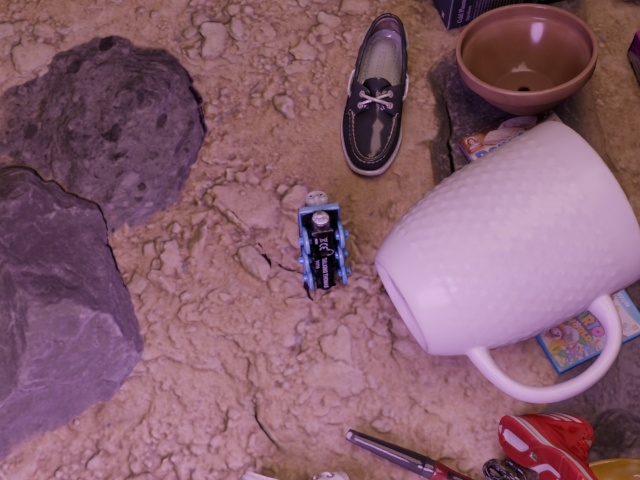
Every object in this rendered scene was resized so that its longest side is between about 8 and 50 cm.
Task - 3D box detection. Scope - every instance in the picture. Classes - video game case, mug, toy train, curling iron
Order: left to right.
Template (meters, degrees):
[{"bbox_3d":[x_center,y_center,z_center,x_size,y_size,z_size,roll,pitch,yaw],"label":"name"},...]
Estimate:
[{"bbox_3d":[0.000,0.000,1.464,0.080,0.184,0.105,-10,53,-3],"label":"toy train"},{"bbox_3d":[0.170,0.325,1.379,0.274,0.035,0.068,14,61,7],"label":"curling iron"},{"bbox_3d":[0.285,0.058,1.383,0.328,0.276,0.374,-29,72,-4],"label":"mug"},{"bbox_3d":[0.417,0.125,1.485,0.166,0.015,0.119,-23,65,-11],"label":"video game case"}]

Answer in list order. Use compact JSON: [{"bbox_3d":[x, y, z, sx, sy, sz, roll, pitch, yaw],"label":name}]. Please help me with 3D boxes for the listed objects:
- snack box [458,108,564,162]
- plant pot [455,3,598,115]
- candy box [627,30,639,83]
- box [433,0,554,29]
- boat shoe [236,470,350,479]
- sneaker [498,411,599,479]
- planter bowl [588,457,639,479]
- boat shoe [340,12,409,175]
[{"bbox_3d":[0.332,-0.182,1.634,0.178,0.022,0.064,-26,65,-12],"label":"snack box"},{"bbox_3d":[0.353,-0.295,1.629,0.238,0.109,0.237,-4,51,5],"label":"plant pot"},{"bbox_3d":[0.686,-0.309,1.665,0.234,0.071,0.159,-10,64,-4],"label":"candy box"},{"bbox_3d":[0.331,-0.610,1.760,0.313,0.179,0.343,-17,64,-6],"label":"box"},{"bbox_3d":[0.014,0.372,1.328,0.277,0.098,0.096,21,65,1],"label":"boat shoe"},{"bbox_3d":[0.363,0.305,1.318,0.128,0.087,0.221,-9,34,-27],"label":"sneaker"},{"bbox_3d":[0.416,0.399,1.285,0.217,0.090,0.217,-12,22,5],"label":"planter bowl"},{"bbox_3d":[0.095,-0.259,1.636,0.115,0.091,0.302,3,64,3],"label":"boat shoe"}]
